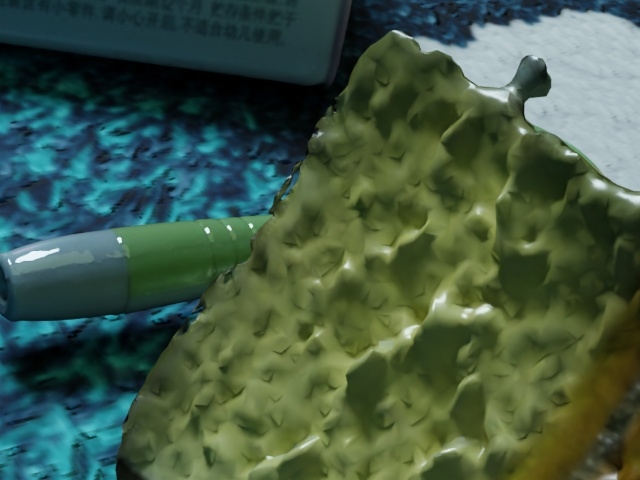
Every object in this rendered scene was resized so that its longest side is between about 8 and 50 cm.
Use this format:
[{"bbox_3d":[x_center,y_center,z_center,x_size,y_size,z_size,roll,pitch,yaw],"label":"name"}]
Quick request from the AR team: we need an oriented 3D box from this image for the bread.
[{"bbox_3d":[0.079,0.085,0.429,0.266,0.142,0.178,38,82,31],"label":"bread"}]

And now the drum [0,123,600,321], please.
[{"bbox_3d":[0.014,0.011,0.569,0.253,0.049,0.130,-21,46,-40],"label":"drum"}]

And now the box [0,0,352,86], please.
[{"bbox_3d":[-0.170,-0.176,0.735,0.370,0.112,0.190,7,34,-6],"label":"box"}]
